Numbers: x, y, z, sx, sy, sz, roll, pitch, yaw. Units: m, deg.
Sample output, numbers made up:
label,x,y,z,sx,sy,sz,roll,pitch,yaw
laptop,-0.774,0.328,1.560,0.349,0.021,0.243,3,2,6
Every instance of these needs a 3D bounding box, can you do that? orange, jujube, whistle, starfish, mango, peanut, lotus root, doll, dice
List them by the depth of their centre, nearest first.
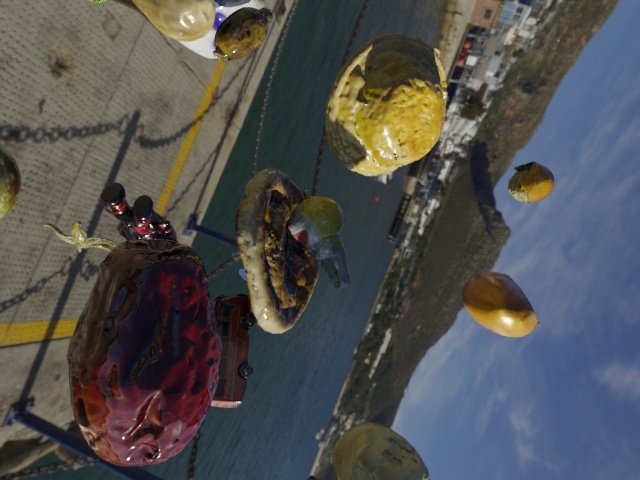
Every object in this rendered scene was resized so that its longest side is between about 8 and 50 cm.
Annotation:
label,x,y,z,sx,sy,sz,roll,pitch,yaw
peanut,-0.232,-0.348,0.553,0.103,0.229,0.098,-55,-178,-33
jujube,-0.220,0.145,0.562,0.197,0.196,0.291,-32,130,-74
doll,-0.340,-0.026,0.838,0.088,0.127,0.249,-40,166,-21
whistle,0.000,0.000,0.909,0.123,0.122,0.223,-20,90,-77
mango,0.435,0.157,1.065,0.138,0.187,0.257,-44,150,15
lotus root,-0.218,-0.586,1.215,0.209,0.120,0.120,-44,166,-8
starfish,-0.712,0.000,1.300,0.216,0.223,0.050,-30,-141,58
dice,-0.352,-0.753,1.368,0.259,0.243,0.251,-40,145,28
orange,0.734,-0.205,1.512,0.134,0.156,0.157,69,27,-19

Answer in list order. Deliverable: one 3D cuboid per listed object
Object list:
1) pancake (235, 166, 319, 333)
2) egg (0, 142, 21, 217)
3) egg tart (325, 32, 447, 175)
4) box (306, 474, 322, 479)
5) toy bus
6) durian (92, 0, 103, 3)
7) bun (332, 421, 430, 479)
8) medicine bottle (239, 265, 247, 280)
label,x,y,z,sx,sy,sz,roll,pitch,yaw
pancake,-0.082,0.015,0.933,0.356,0.065,0.357,-5,90,-71
egg,-0.818,-0.140,0.974,0.289,0.238,0.239,16,-98,55
egg tart,0.163,-0.263,0.900,0.318,0.128,0.319,-19,129,-25
box,-0.008,0.441,0.707,0.099,0.054,0.074,-54,129,-18
toy bus,-0.190,0.225,0.910,0.073,0.096,0.235,128,-35,-52
durian,-0.507,-0.716,1.052,0.339,0.255,0.205,-35,133,-22
bun,0.103,0.477,0.856,0.134,0.220,0.221,-19,134,-46
medicine bottle,-0.185,0.038,1.439,0.231,0.059,0.059,-55,163,-40
